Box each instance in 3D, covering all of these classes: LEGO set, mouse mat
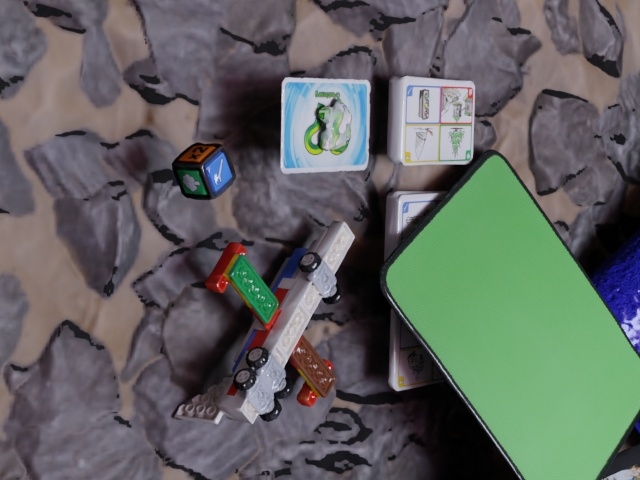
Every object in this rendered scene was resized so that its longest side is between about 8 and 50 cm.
[{"bbox_3d":[0.000,0.000,0.861,0.244,0.060,0.182,-6,99,-53],"label":"LEGO set"},{"bbox_3d":[0.121,0.054,0.917,0.189,0.007,0.152,55,46,-11],"label":"mouse mat"}]

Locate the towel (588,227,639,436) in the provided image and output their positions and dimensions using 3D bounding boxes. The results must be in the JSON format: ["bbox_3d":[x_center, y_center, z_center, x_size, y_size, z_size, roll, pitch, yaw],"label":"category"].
[{"bbox_3d":[0.322,0.023,1.062,0.308,0.076,0.227,-45,124,-8],"label":"towel"}]

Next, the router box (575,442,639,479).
[{"bbox_3d":[0.171,0.289,0.876,0.243,0.081,0.308,-17,65,-30],"label":"router box"}]
